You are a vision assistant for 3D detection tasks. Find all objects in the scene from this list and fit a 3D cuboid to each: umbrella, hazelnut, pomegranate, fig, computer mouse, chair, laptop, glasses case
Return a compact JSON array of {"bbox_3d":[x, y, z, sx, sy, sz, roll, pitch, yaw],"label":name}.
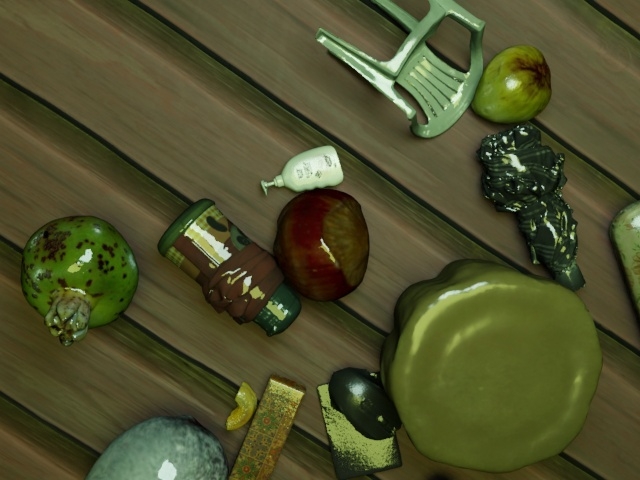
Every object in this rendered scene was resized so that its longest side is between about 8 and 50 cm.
[{"bbox_3d":[0.393,-0.046,1.095,0.154,0.128,0.336,-17,98,-4],"label":"umbrella"},{"bbox_3d":[0.008,0.001,1.071,0.170,0.160,0.201,12,55,-17],"label":"hazelnut"},{"bbox_3d":[-0.410,0.072,1.003,0.202,0.248,0.202,-5,123,-9],"label":"pomegranate"},{"bbox_3d":[0.351,-0.279,1.073,0.153,0.121,0.135,-27,102,-16],"label":"fig"},{"bbox_3d":[0.087,0.311,1.118,0.172,0.057,0.099,44,83,-4],"label":"computer mouse"},{"bbox_3d":[0.160,-0.327,1.045,0.275,0.190,0.203,40,92,3],"label":"chair"},{"bbox_3d":[0.076,0.362,1.157,0.135,0.016,0.197,-12,93,-2],"label":"laptop"},{"bbox_3d":[-0.101,0.369,1.129,0.075,0.049,0.218,22,92,-1],"label":"glasses case"},{"bbox_3d":[0.683,0.121,1.127,0.157,0.098,0.425,-20,94,14],"label":"glasses case"}]

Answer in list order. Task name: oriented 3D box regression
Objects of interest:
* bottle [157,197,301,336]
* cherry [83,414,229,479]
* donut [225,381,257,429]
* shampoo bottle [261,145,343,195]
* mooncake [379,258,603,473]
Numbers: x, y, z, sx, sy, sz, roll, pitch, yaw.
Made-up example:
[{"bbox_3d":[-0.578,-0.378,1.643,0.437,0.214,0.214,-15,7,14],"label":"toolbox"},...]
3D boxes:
[{"bbox_3d":[-0.151,0.056,1.065,0.271,0.143,0.156,43,52,-2],"label":"bottle"},{"bbox_3d":[-0.291,0.455,1.044,0.255,0.218,0.296,21,79,-1],"label":"cherry"},{"bbox_3d":[-0.157,0.321,1.129,0.083,0.038,0.067,-36,98,-2],"label":"donut"},{"bbox_3d":[-0.038,-0.124,1.102,0.152,0.045,0.077,-16,95,-1],"label":"shampoo bottle"},{"bbox_3d":[0.292,0.217,1.075,0.379,0.201,0.378,0,98,-2],"label":"mooncake"}]
